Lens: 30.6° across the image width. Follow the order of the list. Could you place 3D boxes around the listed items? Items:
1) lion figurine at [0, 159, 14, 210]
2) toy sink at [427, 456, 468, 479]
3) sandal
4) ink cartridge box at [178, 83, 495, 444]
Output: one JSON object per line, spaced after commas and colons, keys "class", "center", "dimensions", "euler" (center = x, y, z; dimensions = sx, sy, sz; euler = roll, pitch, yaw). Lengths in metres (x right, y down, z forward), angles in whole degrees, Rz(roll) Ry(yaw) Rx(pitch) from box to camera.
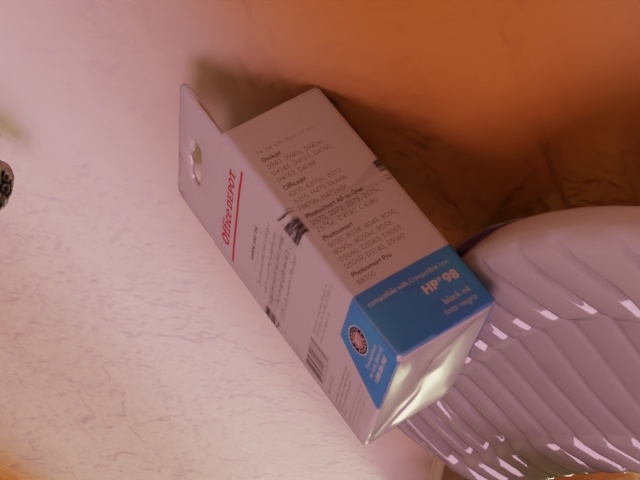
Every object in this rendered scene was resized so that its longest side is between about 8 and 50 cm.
{"class": "lion figurine", "center": [-0.305, -0.096, 0.590], "dimensions": [0.240, 0.142, 0.392], "euler": [17, 134, 14]}
{"class": "toy sink", "center": [0.117, 0.281, 0.929], "dimensions": [0.234, 0.153, 0.131], "euler": [36, 143, -30]}
{"class": "sandal", "center": [0.134, 0.045, 0.623], "dimensions": [0.169, 0.102, 0.416], "euler": [39, 157, -8]}
{"class": "ink cartridge box", "center": [0.000, 0.000, 0.589], "dimensions": [0.180, 0.060, 0.104], "euler": [52, 156, 22]}
